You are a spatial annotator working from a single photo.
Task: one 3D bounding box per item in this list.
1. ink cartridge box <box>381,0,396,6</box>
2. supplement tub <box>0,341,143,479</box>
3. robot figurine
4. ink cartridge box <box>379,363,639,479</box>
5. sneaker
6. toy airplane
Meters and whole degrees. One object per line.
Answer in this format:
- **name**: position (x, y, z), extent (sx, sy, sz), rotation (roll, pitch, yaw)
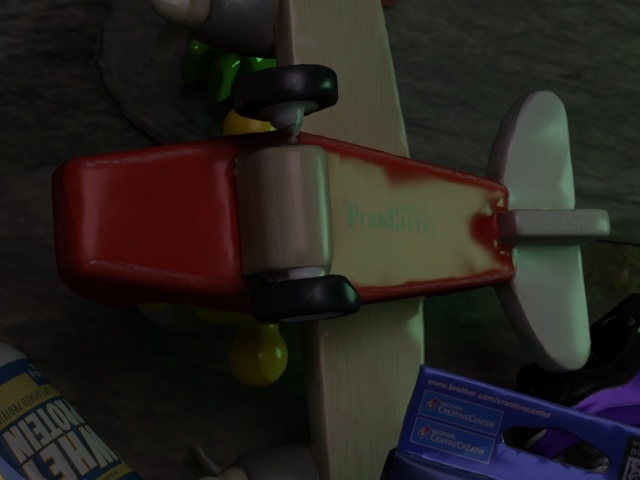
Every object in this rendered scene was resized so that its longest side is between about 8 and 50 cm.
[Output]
- **ink cartridge box**: position (-0.033, -0.248, 1.396), extent (0.198, 0.067, 0.115), rotation (0, 62, -21)
- **supplement tub**: position (-0.170, 0.173, 1.056), extent (0.199, 0.144, 0.144), rotation (45, 56, 7)
- **robot figurine**: position (-0.051, -0.149, 1.333), extent (0.101, 0.067, 0.115), rotation (35, 54, 15)
- **ink cartridge box**: position (0.097, 0.240, 1.007), extent (0.186, 0.065, 0.311), rotation (17, 85, 2)
- **sneaker**: position (0.266, 0.098, 1.296), extent (0.293, 0.102, 0.146), rotation (-12, 66, -27)
- **toy airplane**: position (0.000, 0.000, 1.174), extent (0.384, 0.272, 0.386), rotation (54, 44, -28)
